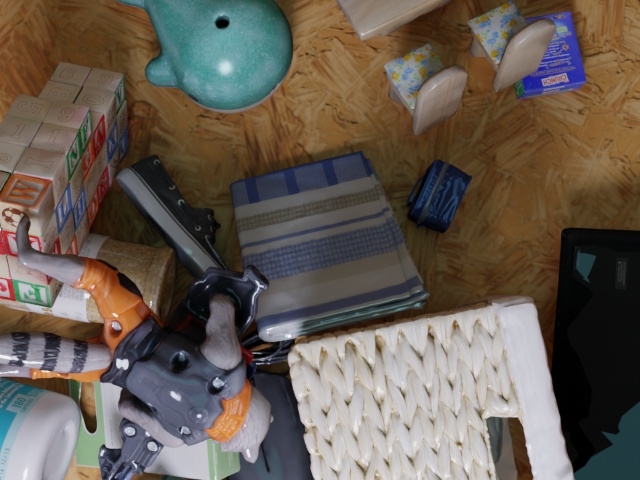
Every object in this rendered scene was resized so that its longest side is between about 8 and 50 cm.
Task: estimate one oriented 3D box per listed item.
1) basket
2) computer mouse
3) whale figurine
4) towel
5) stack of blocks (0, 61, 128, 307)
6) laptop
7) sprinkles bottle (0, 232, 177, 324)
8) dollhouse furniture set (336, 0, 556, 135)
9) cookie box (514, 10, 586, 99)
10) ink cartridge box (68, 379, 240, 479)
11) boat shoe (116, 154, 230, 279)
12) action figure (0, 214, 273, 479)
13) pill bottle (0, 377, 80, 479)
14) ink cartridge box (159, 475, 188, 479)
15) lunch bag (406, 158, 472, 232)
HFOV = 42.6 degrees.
[{"bbox_3d":[0.123,0.246,0.951,0.267,0.331,0.328,-11,83,-1],"label":"basket"},{"bbox_3d":[-0.085,0.259,1.070,0.189,0.072,0.272,-20,84,-5],"label":"computer mouse"},{"bbox_3d":[-0.162,-0.299,1.106,0.272,0.141,0.216,43,84,4],"label":"whale figurine"},{"bbox_3d":[0.000,0.000,1.053,0.209,0.034,0.285,-13,46,-4],"label":"towel"},{"bbox_3d":[-0.320,-0.090,0.990,0.087,0.171,0.297,11,47,0],"label":"stack of blocks"},{"bbox_3d":[0.523,0.203,1.084,0.408,0.236,0.381,3,77,20],"label":"laptop"},{"bbox_3d":[-0.372,0.034,1.065,0.356,0.121,0.121,10,82,0],"label":"sprinkles bottle"},{"bbox_3d":[0.195,-0.409,1.049,0.394,0.256,0.362,-28,75,-5],"label":"dollhouse furniture set"},{"bbox_3d":[0.317,-0.262,1.166,0.092,0.040,0.107,-9,82,-2],"label":"cookie box"},{"bbox_3d":[-0.217,0.209,1.048,0.235,0.056,0.171,-4,91,31],"label":"ink cartridge box"},{"bbox_3d":[-0.177,-0.022,1.107,0.076,0.080,0.228,-39,80,-18],"label":"boat shoe"},{"bbox_3d":[-0.211,0.166,0.889,0.330,0.178,0.341,23,107,-10],"label":"action figure"},{"bbox_3d":[-0.449,0.234,1.020,0.264,0.146,0.146,14,82,4],"label":"pill bottle"},{"bbox_3d":[-0.187,0.437,1.008,0.172,0.100,0.237,32,95,2],"label":"ink cartridge box"},{"bbox_3d":[0.156,-0.058,1.122,0.065,0.067,0.098,26,84,2],"label":"lunch bag"}]
